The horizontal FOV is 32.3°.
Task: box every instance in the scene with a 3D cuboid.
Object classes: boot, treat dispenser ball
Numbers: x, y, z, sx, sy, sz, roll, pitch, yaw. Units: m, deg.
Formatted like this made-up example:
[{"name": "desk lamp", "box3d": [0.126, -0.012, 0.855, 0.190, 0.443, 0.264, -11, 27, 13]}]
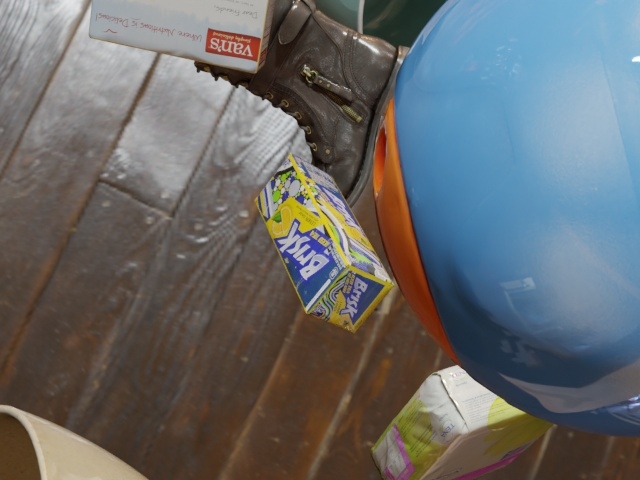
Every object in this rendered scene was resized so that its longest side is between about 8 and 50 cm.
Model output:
[{"name": "boot", "box3d": [-0.034, -0.157, 1.221, 0.229, 0.091, 0.263, 23, 109, -8]}, {"name": "treat dispenser ball", "box3d": [0.173, -0.034, 0.622, 0.288, 0.288, 0.288, -1, 92, -21]}]

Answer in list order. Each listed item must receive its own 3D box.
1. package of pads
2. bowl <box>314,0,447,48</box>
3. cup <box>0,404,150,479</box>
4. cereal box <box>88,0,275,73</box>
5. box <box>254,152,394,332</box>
[{"name": "package of pads", "box3d": [0.213, 0.255, 1.546, 0.229, 0.296, 0.101, -12, 62, -26]}, {"name": "bowl", "box3d": [0.104, -0.353, 1.483, 0.311, 0.163, 0.311, -28, 133, -36]}, {"name": "cup", "box3d": [-0.211, 0.330, 0.958, 0.237, 0.331, 0.331, 21, 84, -34]}, {"name": "cereal box", "box3d": [-0.119, -0.292, 1.040, 0.173, 0.047, 0.240, 14, 113, 3]}, {"name": "box", "box3d": [0.000, 0.000, 0.943, 0.054, 0.169, 0.059, 25, 113, -33]}]
